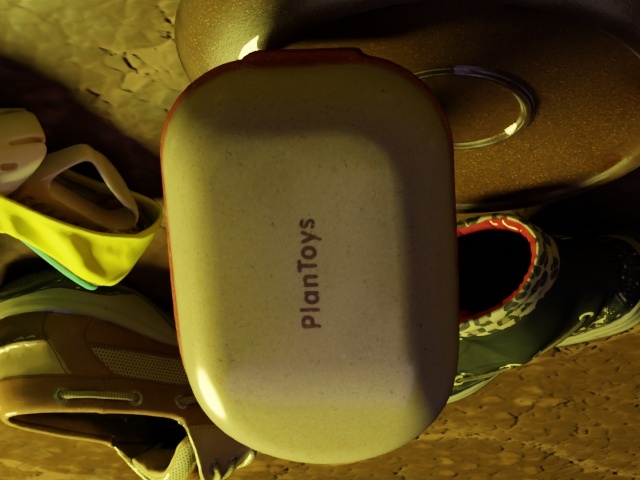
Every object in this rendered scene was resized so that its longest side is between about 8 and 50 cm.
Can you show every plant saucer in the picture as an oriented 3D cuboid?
[{"bbox_3d":[0.073,-0.089,1.086,0.310,0.050,0.311,2,154,1],"label":"plant saucer"}]

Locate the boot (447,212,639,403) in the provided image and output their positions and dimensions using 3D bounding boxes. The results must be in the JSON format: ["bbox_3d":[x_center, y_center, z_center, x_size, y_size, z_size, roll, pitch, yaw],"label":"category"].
[{"bbox_3d":[0.079,0.044,1.261,0.236,0.085,0.178,-21,163,26],"label":"boot"}]

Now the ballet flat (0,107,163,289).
[{"bbox_3d":[-0.179,-0.039,1.189,0.077,0.077,0.231,-36,143,20],"label":"ballet flat"}]

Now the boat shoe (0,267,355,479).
[{"bbox_3d":[-0.104,0.124,1.439,0.324,0.120,0.122,20,149,-31],"label":"boat shoe"}]

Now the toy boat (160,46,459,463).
[{"bbox_3d":[0.000,0.000,1.066,0.151,0.151,0.231,-1,111,6],"label":"toy boat"}]
